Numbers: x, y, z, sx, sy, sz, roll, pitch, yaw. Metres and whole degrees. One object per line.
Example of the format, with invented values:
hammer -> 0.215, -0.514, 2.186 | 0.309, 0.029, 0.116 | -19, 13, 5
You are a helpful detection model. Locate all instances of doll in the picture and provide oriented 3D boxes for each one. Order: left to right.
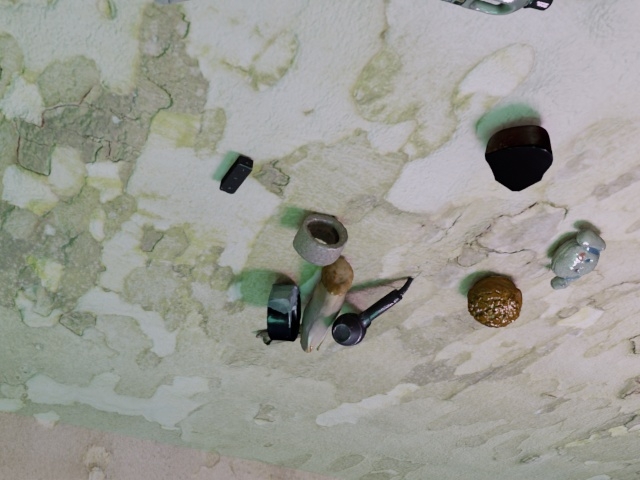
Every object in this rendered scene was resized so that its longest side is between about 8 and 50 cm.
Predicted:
doll -> 0.623, 0.045, 1.634 | 0.104, 0.071, 0.214 | 0, 138, -10

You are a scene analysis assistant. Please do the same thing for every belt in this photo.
belt -> -0.096, 0.194, 1.825 | 0.078, 0.151, 0.198 | 4, 152, 8

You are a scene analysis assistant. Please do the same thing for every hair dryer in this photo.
hair dryer -> 0.163, 0.190, 1.837 | 0.272, 0.091, 0.235 | -36, 170, 17

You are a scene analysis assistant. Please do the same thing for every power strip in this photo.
power strip -> -0.183, -0.143, 1.463 | 0.038, 0.029, 0.111 | 20, 143, -23

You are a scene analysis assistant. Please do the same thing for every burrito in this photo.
burrito -> -0.115, 0.293, 2.059 | 0.171, 0.042, 0.051 | -14, 144, 18

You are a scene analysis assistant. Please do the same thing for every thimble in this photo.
thimble -> 0.000, 0.000, 1.590 | 0.115, 0.102, 0.090 | 35, 142, 5

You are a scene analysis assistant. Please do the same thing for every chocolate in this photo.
chocolate -> 0.390, -0.174, 1.339 | 0.125, 0.080, 0.148 | 15, 151, 3

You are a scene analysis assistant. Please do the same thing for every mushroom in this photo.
mushroom -> 0.009, 0.180, 1.822 | 0.095, 0.122, 0.351 | 18, 138, -1

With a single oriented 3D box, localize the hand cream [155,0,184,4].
hand cream -> -0.132, -0.422, 1.024 | 0.315, 0.089, 0.139 | 1, 143, 10

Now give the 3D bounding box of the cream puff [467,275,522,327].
cream puff -> 0.465, 0.172, 1.782 | 0.150, 0.115, 0.165 | -25, 137, 39

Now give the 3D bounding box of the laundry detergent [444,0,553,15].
laundry detergent -> 0.255, -0.402, 1.036 | 0.226, 0.070, 0.099 | 11, 136, -13
